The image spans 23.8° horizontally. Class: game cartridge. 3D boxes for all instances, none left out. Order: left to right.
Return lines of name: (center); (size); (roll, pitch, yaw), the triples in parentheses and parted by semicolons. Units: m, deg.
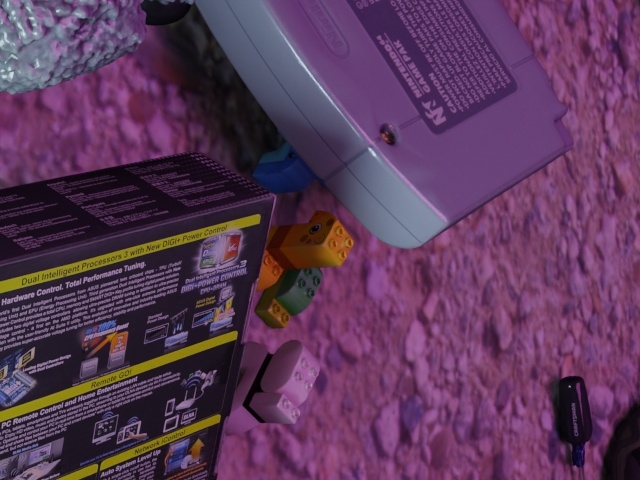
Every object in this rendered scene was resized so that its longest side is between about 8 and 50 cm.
game cartridge: (0.019, -0.144, 0.899); (0.196, 0.060, 0.294); (-29, 86, -50)

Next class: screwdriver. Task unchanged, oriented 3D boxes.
screwdriver: (0.198, 0.186, 1.163); (0.025, 0.024, 0.170); (-6, 99, -18)

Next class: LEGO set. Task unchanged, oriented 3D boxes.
LEGO set: (0.000, 0.000, 0.903); (0.087, 0.093, 0.227); (48, 54, -33)

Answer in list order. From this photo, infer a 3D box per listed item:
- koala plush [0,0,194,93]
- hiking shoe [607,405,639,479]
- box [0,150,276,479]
koala plush: (-0.100, -0.176, 0.704); (0.221, 0.196, 0.203); (-10, 101, -38)
hiking shoe: (0.310, 0.158, 1.213); (0.086, 0.114, 0.227); (53, 51, -30)
box: (-0.148, 0.085, 0.690); (0.270, 0.060, 0.216); (-17, 127, -47)
